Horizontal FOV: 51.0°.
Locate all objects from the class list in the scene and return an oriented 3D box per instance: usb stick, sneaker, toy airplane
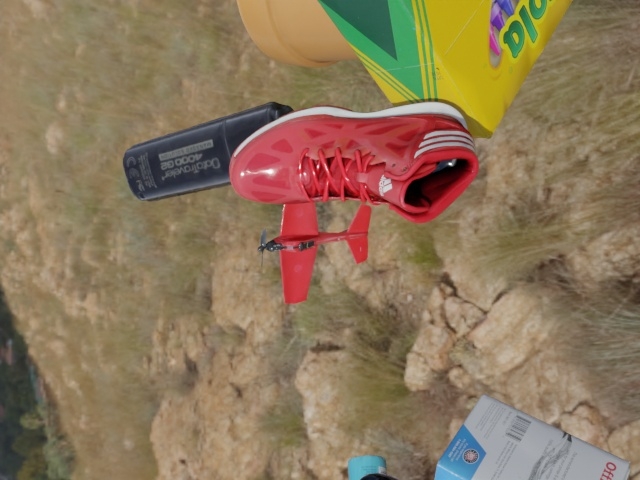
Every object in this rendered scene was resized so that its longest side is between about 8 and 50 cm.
[{"bbox_3d":[-0.133,-0.097,0.780,0.277,0.045,0.077,-7,102,39],"label":"usb stick"},{"bbox_3d":[0.026,-0.063,0.568,0.128,0.221,0.087,-94,-11,-65],"label":"sneaker"},{"bbox_3d":[0.000,0.000,0.717,0.028,0.151,0.151,28,112,51],"label":"toy airplane"}]

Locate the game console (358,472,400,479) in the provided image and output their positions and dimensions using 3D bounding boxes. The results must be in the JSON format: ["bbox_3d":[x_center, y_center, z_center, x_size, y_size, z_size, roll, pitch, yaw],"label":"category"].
[{"bbox_3d":[0.073,0.360,0.457,0.250,0.173,0.293,25,118,18],"label":"game console"}]

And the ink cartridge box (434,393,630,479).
[{"bbox_3d":[0.406,0.472,1.309,0.307,0.223,0.129,22,130,28],"label":"ink cartridge box"}]

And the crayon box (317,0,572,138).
[{"bbox_3d":[0.137,-0.336,0.653,0.106,0.313,0.363,7,57,52],"label":"crayon box"}]

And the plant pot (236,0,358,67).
[{"bbox_3d":[0.044,-0.395,1.014,0.203,0.290,0.291,26,112,37],"label":"plant pot"}]

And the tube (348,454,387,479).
[{"bbox_3d":[0.069,0.389,0.871,0.052,0.080,0.207,-41,41,42],"label":"tube"}]
